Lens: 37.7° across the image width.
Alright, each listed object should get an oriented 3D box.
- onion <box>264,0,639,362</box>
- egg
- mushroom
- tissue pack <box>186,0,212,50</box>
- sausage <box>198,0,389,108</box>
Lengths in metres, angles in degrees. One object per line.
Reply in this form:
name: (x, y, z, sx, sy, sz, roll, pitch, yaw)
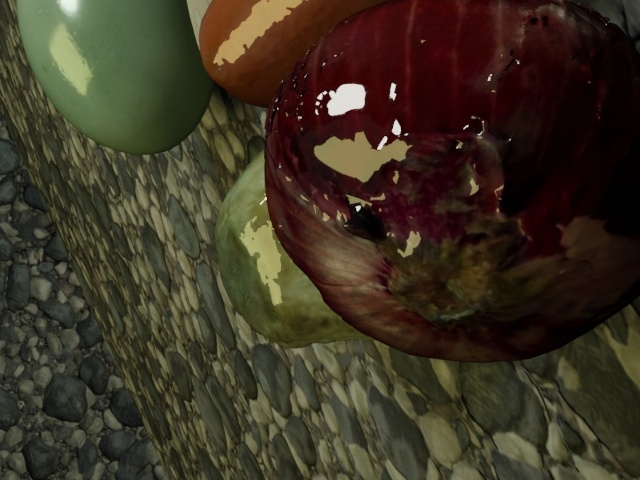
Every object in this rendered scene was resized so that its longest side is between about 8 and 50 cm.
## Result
onion: (0.092, -0.047, 0.554, 0.252, 0.219, 0.252, 16, 144, 12)
egg: (-0.226, -0.230, 1.044, 0.282, 0.203, 0.203, 65, 157, -1)
mushroom: (0.000, -0.006, 0.802, 0.267, 0.164, 0.189, 33, 140, 54)
tissue pack: (-0.033, -0.210, 0.811, 0.325, 0.071, 0.170, 34, 141, 52)
sausage: (0.032, -0.185, 0.569, 0.259, 0.113, 0.113, -39, 73, 40)
